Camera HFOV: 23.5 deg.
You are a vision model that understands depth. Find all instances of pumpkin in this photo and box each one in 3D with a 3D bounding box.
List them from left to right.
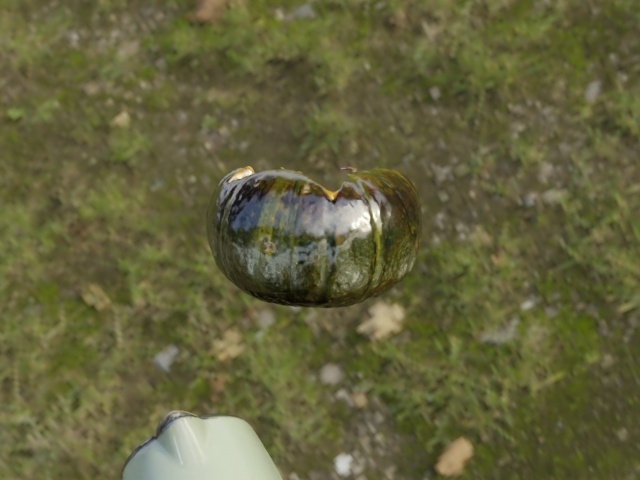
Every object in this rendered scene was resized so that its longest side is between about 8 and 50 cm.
[{"bbox_3d":[0.000,0.000,1.261,0.183,0.119,0.107,-3,24,-5],"label":"pumpkin"}]

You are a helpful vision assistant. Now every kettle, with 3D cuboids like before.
[{"bbox_3d":[-0.093,0.319,1.533,0.165,0.240,0.255,-23,60,-11],"label":"kettle"}]
